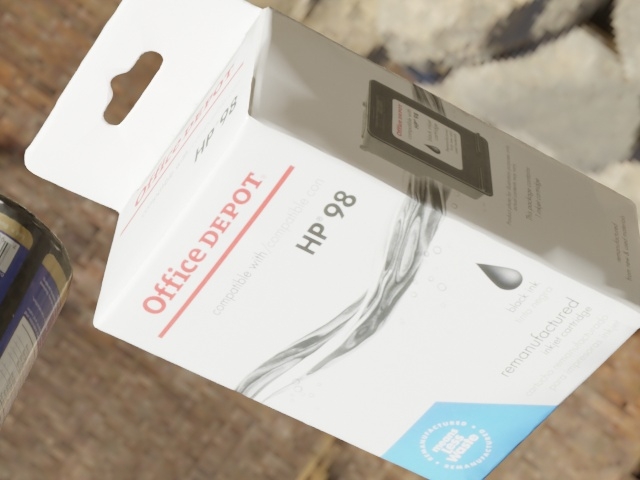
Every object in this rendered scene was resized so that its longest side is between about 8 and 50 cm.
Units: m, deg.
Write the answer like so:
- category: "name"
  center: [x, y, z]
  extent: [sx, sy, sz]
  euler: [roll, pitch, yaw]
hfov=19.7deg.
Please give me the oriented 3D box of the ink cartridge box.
- category: "ink cartridge box"
  center: [0.000, 0.000, 0.586]
  extent: [0.180, 0.104, 0.060]
  euler: [26, -142, -17]

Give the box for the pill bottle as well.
- category: "pill bottle"
  center: [-0.241, 0.080, 1.092]
  extent: [0.123, 0.219, 0.123]
  euler: [14, 142, 11]
